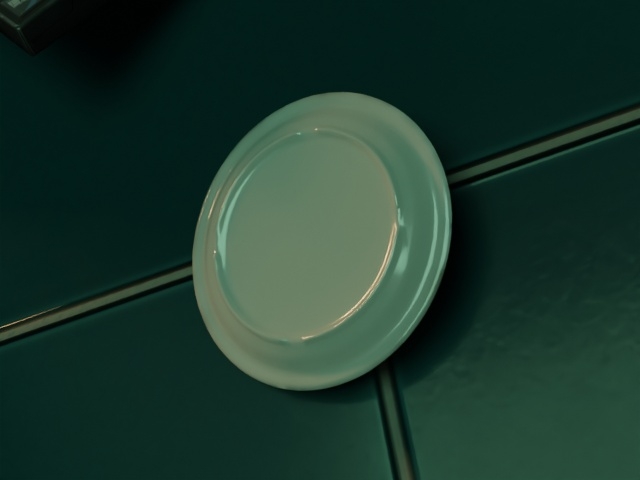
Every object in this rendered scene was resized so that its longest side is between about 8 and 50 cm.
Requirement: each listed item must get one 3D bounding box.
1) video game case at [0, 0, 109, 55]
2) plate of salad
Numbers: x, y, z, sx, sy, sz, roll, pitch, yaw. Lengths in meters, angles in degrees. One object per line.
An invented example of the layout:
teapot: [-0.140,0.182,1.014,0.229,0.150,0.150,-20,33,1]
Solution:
video game case: [-0.200,-0.291,0.868,0.275,0.035,0.248,-42,57,-17]
plate of salad: [0.000,0.000,0.700,0.200,0.048,0.199,-10,72,32]
